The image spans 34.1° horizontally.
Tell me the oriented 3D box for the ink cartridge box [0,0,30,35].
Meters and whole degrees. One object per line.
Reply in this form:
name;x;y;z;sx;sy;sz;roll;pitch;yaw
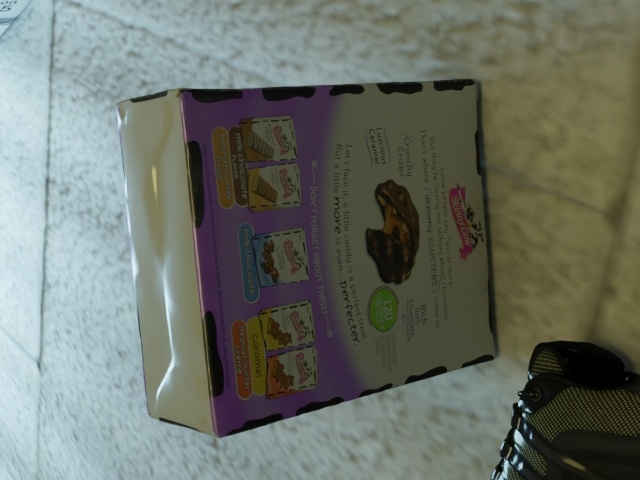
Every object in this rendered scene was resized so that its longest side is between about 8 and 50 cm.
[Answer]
ink cartridge box;-0.415;-0.259;1.025;0.283;0.207;0.117;-23;80;51

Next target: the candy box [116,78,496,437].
candy box;0.000;0.000;0.563;0.070;0.196;0.165;1;98;52

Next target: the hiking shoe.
hiking shoe;0.131;0.112;0.530;0.227;0.086;0.114;-40;53;41
